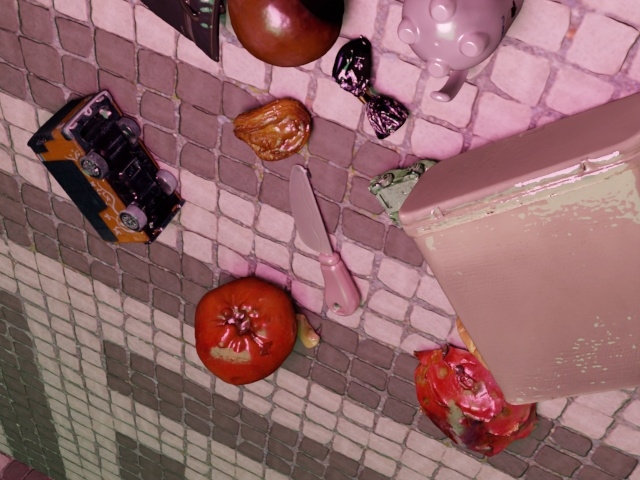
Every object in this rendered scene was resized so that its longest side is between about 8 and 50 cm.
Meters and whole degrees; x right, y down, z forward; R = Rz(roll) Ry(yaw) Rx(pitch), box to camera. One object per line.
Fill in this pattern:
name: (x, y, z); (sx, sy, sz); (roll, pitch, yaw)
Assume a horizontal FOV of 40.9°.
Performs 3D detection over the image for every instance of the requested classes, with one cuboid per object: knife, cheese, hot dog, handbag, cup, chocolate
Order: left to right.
handbag: (-0.192, -0.400, 1.196); (0.211, 0.088, 0.254); (46, 145, 28)
hot dog: (-0.083, -0.181, 1.400); (0.147, 0.065, 0.099); (-11, 134, 39)
chocolate: (-0.057, -0.312, 1.174); (0.176, 0.177, 0.177); (19, 139, 17)
cheese: (-0.031, 0.185, 1.773); (0.044, 0.030, 0.083); (-10, 119, 48)
knife: (-0.002, 0.000, 1.570); (0.081, 0.043, 0.336); (6, 128, 38)
chocolate: (0.069, -0.223, 1.263); (0.147, 0.072, 0.070); (56, 177, -15)
cup: (0.161, -0.271, 1.078); (0.134, 0.142, 0.173); (36, 142, -4)

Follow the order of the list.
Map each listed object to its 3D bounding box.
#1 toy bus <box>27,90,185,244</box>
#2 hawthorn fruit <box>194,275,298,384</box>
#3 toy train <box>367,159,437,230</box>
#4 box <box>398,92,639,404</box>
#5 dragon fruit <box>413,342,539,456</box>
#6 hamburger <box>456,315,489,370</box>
toy bus: (-0.403, -0.131, 1.613); (0.167, 0.139, 0.275); (-2, 132, 38)
hawthorn fruit: (-0.158, 0.198, 1.748); (0.211, 0.211, 0.299); (28, 151, 6)
toy train: (0.140, -0.079, 1.350); (0.149, 0.081, 0.099); (-22, 115, 38)
box: (0.339, 0.028, 1.170); (0.351, 0.177, 0.344); (-18, 109, 34)
dragon fruit: (0.290, 0.296, 1.595); (0.274, 0.126, 0.161); (33, 142, -1)
hamburger: (0.317, 0.156, 1.423); (0.207, 0.155, 0.135); (30, 137, 16)
